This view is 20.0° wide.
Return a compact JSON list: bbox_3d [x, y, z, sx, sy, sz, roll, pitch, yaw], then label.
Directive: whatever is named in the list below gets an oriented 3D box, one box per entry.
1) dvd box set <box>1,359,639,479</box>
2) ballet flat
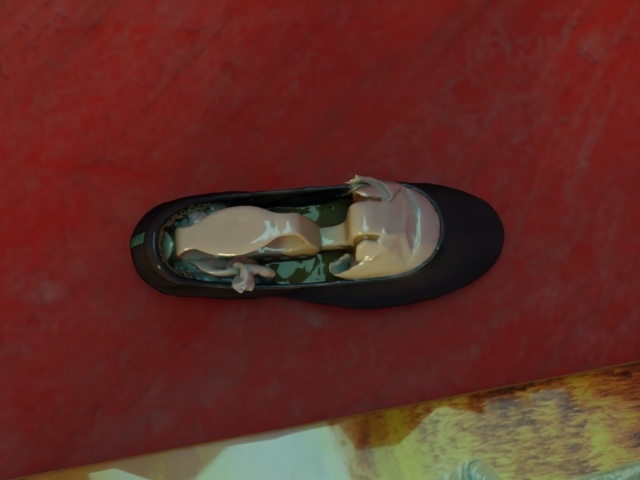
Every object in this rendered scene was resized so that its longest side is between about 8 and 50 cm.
[{"bbox_3d":[0.048,0.235,0.912,0.420,0.062,0.307,-10,77,-4],"label":"dvd box set"},{"bbox_3d":[0.000,0.000,0.960,0.203,0.074,0.074,-2,77,-3],"label":"ballet flat"}]
